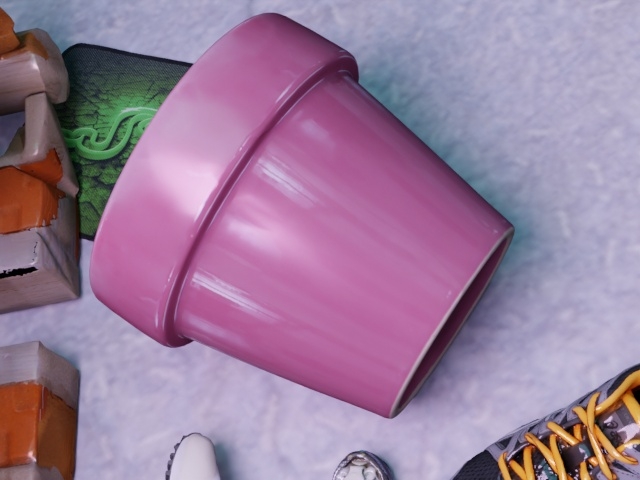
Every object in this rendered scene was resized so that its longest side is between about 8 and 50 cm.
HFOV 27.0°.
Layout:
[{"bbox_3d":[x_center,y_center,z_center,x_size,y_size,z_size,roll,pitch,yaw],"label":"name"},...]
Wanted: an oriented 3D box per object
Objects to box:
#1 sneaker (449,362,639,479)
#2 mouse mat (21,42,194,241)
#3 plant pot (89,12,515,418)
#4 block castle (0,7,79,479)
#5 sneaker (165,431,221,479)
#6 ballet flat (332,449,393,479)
[{"bbox_3d":[0.146,0.113,0.706,0.215,0.083,0.084,-29,60,-1],"label":"sneaker"},{"bbox_3d":[-0.127,-0.064,0.922,0.190,0.007,0.152,13,65,20],"label":"mouse mat"},{"bbox_3d":[0.000,0.000,0.756,0.180,0.201,0.201,33,73,11],"label":"plant pot"},{"bbox_3d":[-0.294,0.010,0.748,0.213,0.303,0.453,-11,60,11],"label":"block castle"},{"bbox_3d":[-0.048,0.185,0.740,0.075,0.057,0.161,-1,58,-5],"label":"sneaker"},{"bbox_3d":[0.016,0.168,0.733,0.041,0.041,0.114,0,62,14],"label":"ballet flat"}]
